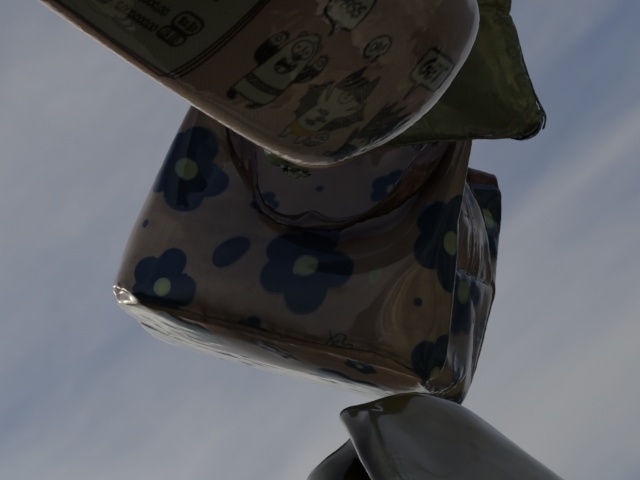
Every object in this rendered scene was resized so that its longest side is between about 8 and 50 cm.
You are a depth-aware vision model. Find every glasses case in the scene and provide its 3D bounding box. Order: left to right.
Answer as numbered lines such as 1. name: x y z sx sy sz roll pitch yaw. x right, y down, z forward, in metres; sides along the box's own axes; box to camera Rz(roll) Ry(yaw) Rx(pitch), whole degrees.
1. glasses case: -0.030 -0.113 0.708 0.122 0.075 0.314 -46 -32 8

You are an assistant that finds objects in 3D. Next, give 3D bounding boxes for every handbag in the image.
1. handbag: 0.000 0.000 1.215 0.190 0.252 0.193 56 -130 -68

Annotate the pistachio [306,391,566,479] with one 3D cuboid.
1. pistachio: 0.092 0.199 0.794 0.166 0.288 0.197 -52 11 10

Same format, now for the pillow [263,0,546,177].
1. pillow: 0.023 -0.187 1.014 0.075 0.185 0.302 -46 -53 -61
